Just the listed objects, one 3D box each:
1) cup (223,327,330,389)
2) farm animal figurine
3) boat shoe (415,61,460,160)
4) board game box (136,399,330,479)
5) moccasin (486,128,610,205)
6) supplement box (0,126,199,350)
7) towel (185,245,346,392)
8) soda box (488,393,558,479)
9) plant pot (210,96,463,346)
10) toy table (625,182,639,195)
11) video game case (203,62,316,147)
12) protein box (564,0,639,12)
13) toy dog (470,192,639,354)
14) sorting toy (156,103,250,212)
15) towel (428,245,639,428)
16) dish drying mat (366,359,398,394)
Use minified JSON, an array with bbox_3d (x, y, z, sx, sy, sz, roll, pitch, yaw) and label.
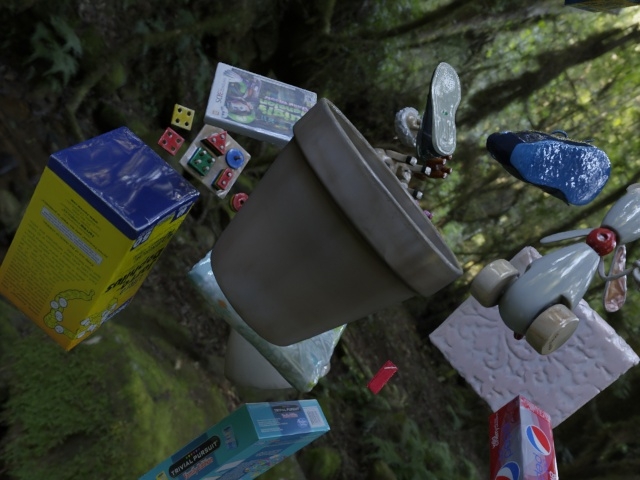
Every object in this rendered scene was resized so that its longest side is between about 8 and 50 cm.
[{"bbox_3d":[-0.139,0.285,2.052,0.331,0.332,0.236,-115,-158,-79],"label":"cup"},{"bbox_3d":[0.194,-0.145,1.775,0.172,0.330,0.327,20,-16,33],"label":"farm animal figurine"},{"bbox_3d":[0.251,-0.284,1.456,0.084,0.079,0.232,21,67,-28],"label":"boat shoe"},{"bbox_3d":[-0.184,0.456,1.423,0.254,0.336,0.079,18,39,-56],"label":"board game box"},{"bbox_3d":[0.444,-0.160,1.277,0.342,0.137,0.117,16,17,-46],"label":"moccasin"},{"bbox_3d":[-0.418,0.000,1.236,0.195,0.356,0.194,41,34,2],"label":"supplement box"},{"bbox_3d":[-0.077,0.094,1.379,0.320,0.090,0.374,44,29,-4],"label":"towel"},{"bbox_3d":[0.363,0.411,1.198,0.084,0.092,0.263,33,34,-8],"label":"soda box"},{"bbox_3d":[0.000,0.000,0.988,0.323,0.280,0.323,50,12,-15],"label":"plant pot"},{"bbox_3d":[0.902,-0.087,1.695,0.252,0.161,0.274,44,29,-24],"label":"toy table"},{"bbox_3d":[-0.099,-0.234,1.170,0.173,0.191,0.022,-89,-161,-45],"label":"video game case"},{"bbox_3d":[0.763,-0.714,1.724,0.200,0.136,0.201,14,-75,55],"label":"protein box"},{"bbox_3d":[0.415,0.069,1.103,0.161,0.334,0.220,71,1,-58],"label":"toy dog"},{"bbox_3d":[-0.235,-0.190,1.501,0.274,0.132,0.046,43,-25,-28],"label":"sorting toy"},{"bbox_3d":[0.460,0.234,1.474,0.331,0.317,0.053,50,15,19],"label":"towel"},{"bbox_3d":[0.149,0.330,1.611,0.032,0.083,0.008,43,-11,-3],"label":"dish drying mat"}]
